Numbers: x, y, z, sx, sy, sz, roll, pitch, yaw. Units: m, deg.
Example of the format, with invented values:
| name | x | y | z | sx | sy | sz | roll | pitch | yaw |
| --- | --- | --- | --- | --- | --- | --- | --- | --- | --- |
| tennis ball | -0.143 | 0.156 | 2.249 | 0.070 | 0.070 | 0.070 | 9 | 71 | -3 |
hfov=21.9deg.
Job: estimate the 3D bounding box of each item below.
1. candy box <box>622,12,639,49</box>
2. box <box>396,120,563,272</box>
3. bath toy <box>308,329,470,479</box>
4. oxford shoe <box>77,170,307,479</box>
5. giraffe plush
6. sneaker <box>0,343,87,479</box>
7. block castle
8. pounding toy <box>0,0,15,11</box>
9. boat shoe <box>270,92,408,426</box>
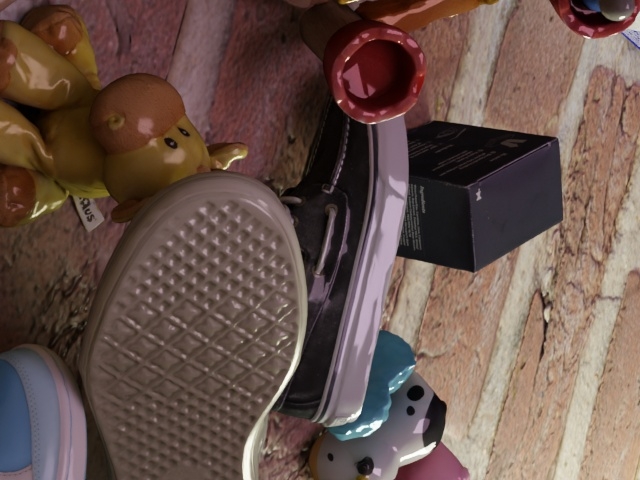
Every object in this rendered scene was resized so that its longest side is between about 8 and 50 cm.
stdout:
| name | x | y | z | sx | sy | sz | roll | pitch | yaw |
| --- | --- | --- | --- | --- | --- | --- | --- | --- | --- |
| candy box | 0.391 | -0.380 | 1.887 | 0.317 | 0.122 | 0.268 | 28 | 79 | -51 |
| box | 0.130 | -0.047 | 1.625 | 0.156 | 0.158 | 0.093 | -27 | 119 | -43 |
| bath toy | 0.092 | 0.258 | 1.678 | 0.151 | 0.129 | 0.348 | -30 | 127 | -2 |
| oxford shoe | -0.104 | 0.103 | 1.313 | 0.449 | 0.169 | 0.130 | 97 | -8 | -46 |
| giraffe plush | -0.162 | -0.071 | 1.258 | 0.181 | 0.170 | 0.210 | -60 | 137 | -22 |
| sneaker | -0.298 | 0.214 | 1.202 | 0.208 | 0.127 | 0.319 | 25 | 78 | -51 |
| block castle | 0.081 | -0.347 | 1.349 | 0.303 | 0.213 | 0.453 | -21 | 119 | -8 |
| pounding toy | -0.200 | -0.214 | 1.129 | 0.183 | 0.110 | 0.237 | -43 | 160 | -18 |
| boat shoe | 0.000 | 0.000 | 1.506 | 0.119 | 0.121 | 0.335 | 9 | 84 | -18 |
